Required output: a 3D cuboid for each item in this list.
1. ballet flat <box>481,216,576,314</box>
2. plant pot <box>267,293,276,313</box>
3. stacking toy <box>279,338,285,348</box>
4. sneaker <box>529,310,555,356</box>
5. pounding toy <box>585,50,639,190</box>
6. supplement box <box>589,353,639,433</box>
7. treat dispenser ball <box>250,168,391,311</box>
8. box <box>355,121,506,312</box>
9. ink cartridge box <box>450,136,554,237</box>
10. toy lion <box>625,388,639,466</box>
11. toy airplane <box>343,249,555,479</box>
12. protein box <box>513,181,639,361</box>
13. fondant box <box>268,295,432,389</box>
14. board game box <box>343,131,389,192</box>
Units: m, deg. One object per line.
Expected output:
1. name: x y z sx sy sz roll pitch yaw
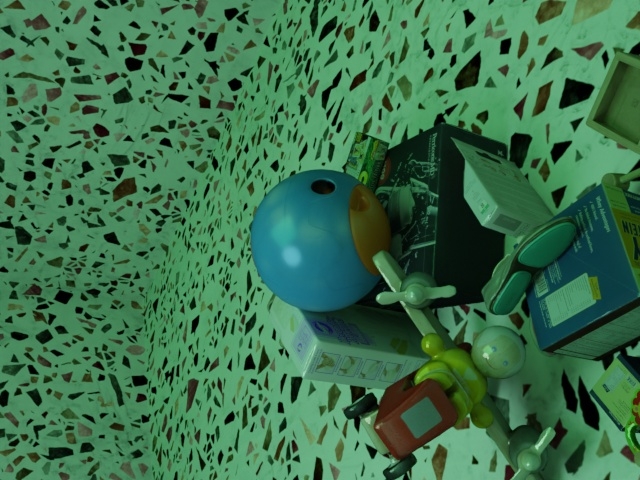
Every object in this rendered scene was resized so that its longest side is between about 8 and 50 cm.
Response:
1. ballet flat: 0.324 0.029 1.134 0.213 0.072 0.068 -61 26 32
2. plant pot: 0.026 0.090 1.828 0.256 0.256 0.274 -29 37 55
3. stacking toy: -0.035 0.143 1.996 0.141 0.141 0.331 -27 54 56
4. sneaker: 0.408 0.133 1.247 0.070 0.050 0.134 133 145 -53
5. pounding toy: 0.523 -0.169 1.125 0.181 0.094 0.206 52 134 51
6. supplement box: 0.473 0.233 1.074 0.083 0.056 0.083 -63 30 25
7. treat dispenser ball: 0.000 0.000 1.432 0.288 0.288 0.288 -35 49 53
8. box: 0.226 -0.033 1.528 0.312 0.178 0.344 -20 62 58
9. ink cartridge box: 0.339 -0.091 1.335 0.056 0.180 0.225 -57 33 28
10. toy lion: 0.469 0.257 0.997 0.100 0.034 0.096 -55 42 37
11. toy airplane: 0.246 0.228 1.215 0.272 0.386 0.385 -41 34 36
12. protein box: 0.443 0.055 1.121 0.201 0.135 0.200 -45 40 46
13. fondant box: 0.078 0.214 1.537 0.096 0.330 0.238 -68 29 17
14. board game box: 0.080 -0.113 1.622 0.136 0.030 0.260 36 111 60
